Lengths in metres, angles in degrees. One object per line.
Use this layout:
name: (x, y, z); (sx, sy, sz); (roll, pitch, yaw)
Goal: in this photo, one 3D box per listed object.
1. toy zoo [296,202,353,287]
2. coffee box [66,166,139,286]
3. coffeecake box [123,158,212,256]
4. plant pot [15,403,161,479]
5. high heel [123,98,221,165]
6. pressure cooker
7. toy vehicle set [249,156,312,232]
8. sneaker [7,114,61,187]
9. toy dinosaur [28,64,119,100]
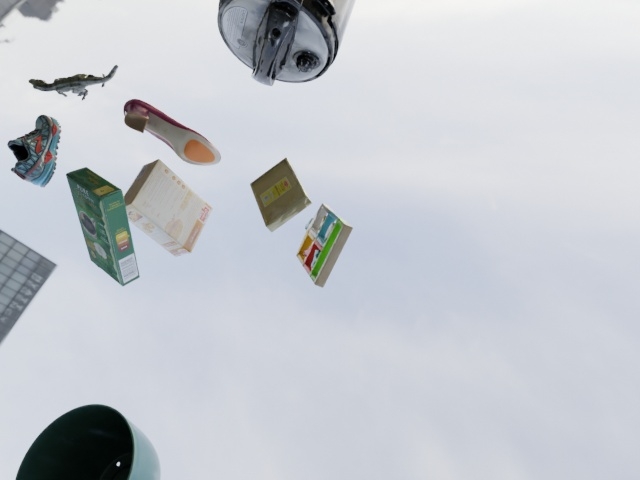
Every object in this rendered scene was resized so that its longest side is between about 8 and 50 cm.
toy zoo: (0.000, 0.000, 1.453); (0.192, 0.030, 0.293); (-64, -159, 9)
coffee box: (-0.367, -0.022, 0.826); (0.113, 0.184, 0.040); (27, -138, 31)
coffeecake box: (-0.364, -0.074, 1.150); (0.068, 0.185, 0.142); (-11, -133, 36)
plant pot: (-0.529, 0.582, 1.179); (0.292, 0.235, 0.293); (-8, -128, 10)
high heel: (-0.355, -0.263, 1.172); (0.082, 0.244, 0.117); (-58, -150, 24)
pressure cooker: (-0.092, -0.669, 1.392); (0.375, 0.370, 0.421); (6, -112, 29)
toy vehicle set: (-0.140, -0.161, 1.638); (0.166, 0.035, 0.267); (-34, -138, 8)
sneaker: (-0.861, -0.291, 1.453); (0.104, 0.125, 0.262); (-33, -125, 29)
toy dinosaur: (-0.671, -0.444, 1.367); (0.268, 0.118, 0.064); (-10, -83, 5)
